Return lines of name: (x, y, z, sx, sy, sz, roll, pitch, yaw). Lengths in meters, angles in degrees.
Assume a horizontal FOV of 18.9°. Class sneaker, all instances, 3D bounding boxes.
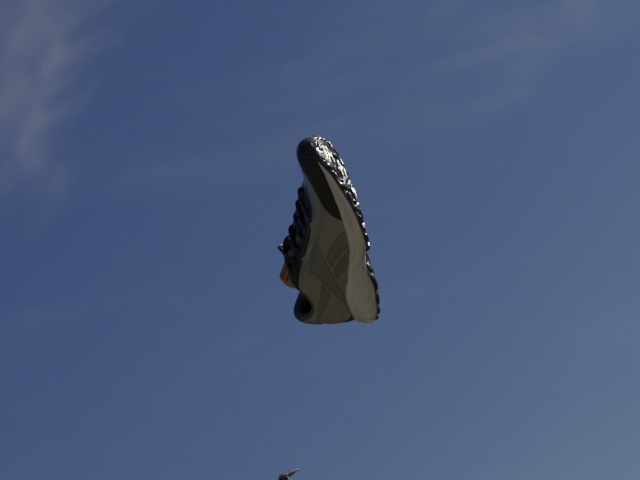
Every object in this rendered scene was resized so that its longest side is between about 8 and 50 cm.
sneaker: (0.000, 0.000, 2.180, 0.108, 0.100, 0.271, -13, -48, -2)

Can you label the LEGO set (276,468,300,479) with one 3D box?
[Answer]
LEGO set: (-0.026, 0.193, 1.335, 0.023, 0.054, 0.083, -15, 25, 17)
